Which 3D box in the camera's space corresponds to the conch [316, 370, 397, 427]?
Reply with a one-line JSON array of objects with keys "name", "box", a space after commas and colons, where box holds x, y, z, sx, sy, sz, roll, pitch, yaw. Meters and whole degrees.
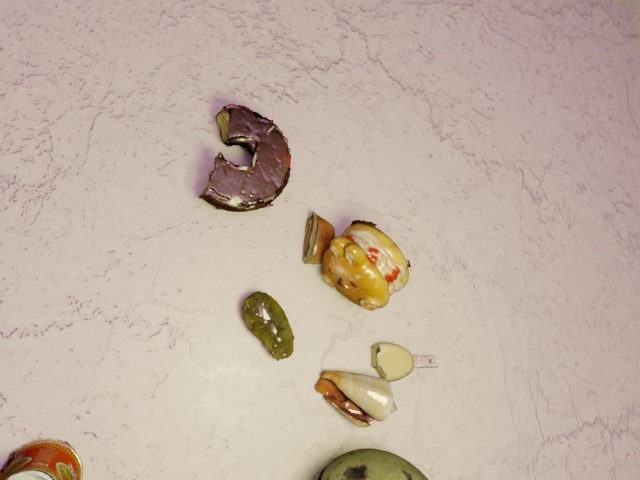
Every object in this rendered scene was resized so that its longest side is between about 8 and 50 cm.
[{"name": "conch", "box": [0.122, 0.479, 1.502, 0.255, 0.127, 0.158, 29, 99, 9]}]

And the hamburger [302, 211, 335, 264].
[{"name": "hamburger", "box": [0.006, -0.003, 1.564, 0.102, 0.087, 0.176, 11, 72, -18]}]

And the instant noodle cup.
[{"name": "instant noodle cup", "box": [-0.661, 0.572, 1.101, 0.193, 0.212, 0.193, 5, 76, -20]}]

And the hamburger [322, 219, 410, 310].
[{"name": "hamburger", "box": [0.128, 0.081, 1.479, 0.261, 0.302, 0.186, 36, 60, 23]}]

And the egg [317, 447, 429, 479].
[{"name": "egg", "box": [0.165, 0.770, 1.314, 0.428, 0.345, 0.345, 38, 67, -21]}]

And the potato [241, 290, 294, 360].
[{"name": "potato", "box": [-0.153, 0.256, 1.440, 0.117, 0.090, 0.225, -31, 94, -10]}]

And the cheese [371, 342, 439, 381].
[{"name": "cheese", "box": [0.289, 0.411, 1.602, 0.256, 0.050, 0.127, 7, 76, -20]}]

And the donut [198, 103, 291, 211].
[{"name": "donut", "box": [-0.224, -0.243, 1.503, 0.259, 0.136, 0.345, 13, 75, -21]}]
